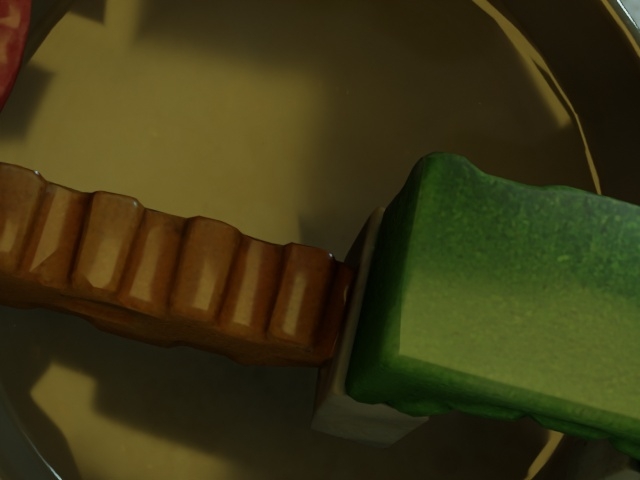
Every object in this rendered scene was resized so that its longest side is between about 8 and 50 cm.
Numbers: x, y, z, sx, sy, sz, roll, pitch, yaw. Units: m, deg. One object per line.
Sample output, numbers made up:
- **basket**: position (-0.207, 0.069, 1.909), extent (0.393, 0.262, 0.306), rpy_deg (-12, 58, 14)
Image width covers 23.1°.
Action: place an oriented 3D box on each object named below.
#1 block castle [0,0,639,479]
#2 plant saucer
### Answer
- **block castle**: position (0.096, -0.085, 0.396), extent (0.453, 0.213, 0.303), rpy_deg (17, 72, -5)
- **plant saucer**: position (0.000, 0.000, 0.516), extent (0.277, 0.041, 0.278), rpy_deg (3, 81, -20)
